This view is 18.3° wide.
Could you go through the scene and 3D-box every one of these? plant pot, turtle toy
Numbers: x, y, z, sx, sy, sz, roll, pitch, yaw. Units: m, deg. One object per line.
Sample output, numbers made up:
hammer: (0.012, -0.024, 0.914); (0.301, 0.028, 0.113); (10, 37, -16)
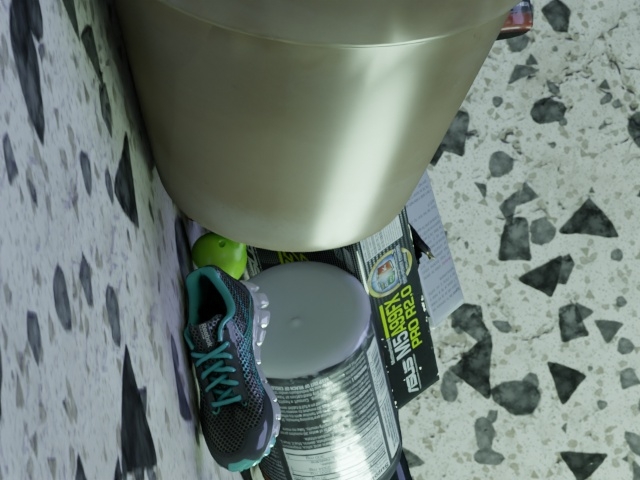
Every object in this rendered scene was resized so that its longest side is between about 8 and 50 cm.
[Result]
plant pot: (-0.010, -0.157, 1.379); (0.323, 0.323, 0.280); (-93, -172, -50)
turtle toy: (-0.074, -0.031, 1.546); (0.095, 0.066, 0.130); (19, 62, -58)

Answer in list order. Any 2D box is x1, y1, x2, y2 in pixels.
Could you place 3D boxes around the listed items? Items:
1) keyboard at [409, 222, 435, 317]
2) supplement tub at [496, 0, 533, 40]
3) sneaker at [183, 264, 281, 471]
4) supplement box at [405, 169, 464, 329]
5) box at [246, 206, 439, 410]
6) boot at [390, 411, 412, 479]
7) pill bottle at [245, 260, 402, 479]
keyboard: (0.006, -0.053, 1.779); (0.317, 0.033, 0.201); (59, -23, -14)
supplement tub: (0.167, -0.317, 2.163); (0.106, 0.106, 0.198); (-9, 89, -85)
sneaker: (-0.074, 0.090, 1.454); (0.076, 0.065, 0.166); (48, 26, -50)
supplement box: (0.049, -0.018, 1.943); (0.114, 0.111, 0.220); (-36, 110, -67)
box: (0.000, 0.000, 1.742); (0.216, 0.060, 0.270); (40, -24, 36)
boot: (0.065, 0.257, 2.406); (0.207, 0.094, 0.246); (80, -3, -51)
pill bottle: (-0.002, 0.143, 1.689); (0.246, 0.130, 0.130); (77, 7, -46)
